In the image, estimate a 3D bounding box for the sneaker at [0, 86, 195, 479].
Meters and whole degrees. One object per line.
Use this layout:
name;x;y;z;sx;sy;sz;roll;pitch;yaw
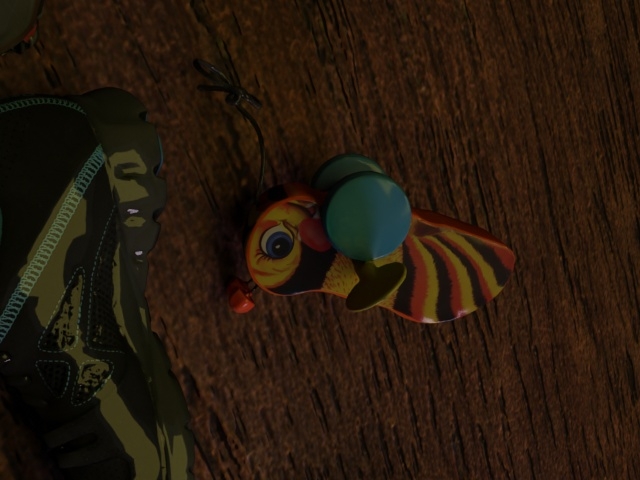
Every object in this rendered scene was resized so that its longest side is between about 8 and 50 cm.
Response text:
sneaker;-0.174;0.074;0.612;0.139;0.125;0.341;-9;93;-35

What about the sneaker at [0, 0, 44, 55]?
sneaker;-0.207;-0.133;0.584;0.065;0.061;0.158;44;63;-47

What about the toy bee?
toy bee;0.000;0.000;0.770;0.162;0.298;0.195;-58;174;11
